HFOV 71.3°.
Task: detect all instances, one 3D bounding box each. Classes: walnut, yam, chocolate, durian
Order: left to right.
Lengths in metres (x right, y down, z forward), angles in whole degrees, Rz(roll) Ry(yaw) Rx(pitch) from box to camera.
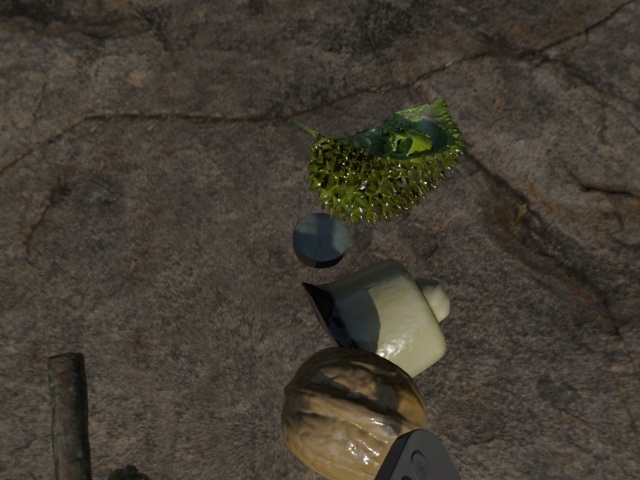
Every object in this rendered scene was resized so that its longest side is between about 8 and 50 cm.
[{"bbox_3d":[-0.401,0.316,0.718,0.061,0.061,0.274,-13,68,-10],"label":"yam"},{"bbox_3d":[0.056,0.302,0.780,0.261,0.225,0.224,23,67,-6],"label":"walnut"},{"bbox_3d":[0.164,0.196,1.131,0.297,0.314,0.326,-33,33,-7],"label":"chocolate"},{"bbox_3d":[0.120,-0.133,0.764,0.356,0.157,0.169,-22,70,-36],"label":"durian"}]

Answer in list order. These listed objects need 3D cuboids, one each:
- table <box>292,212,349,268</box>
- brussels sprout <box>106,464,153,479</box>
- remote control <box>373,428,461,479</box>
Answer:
[{"bbox_3d":[0.000,0.000,1.066,0.134,0.043,0.133,3,59,-5],"label":"table"},{"bbox_3d":[-0.315,0.468,0.757,0.152,0.149,0.122,31,50,0],"label":"brussels sprout"},{"bbox_3d":[0.045,0.212,0.280,0.077,0.022,0.245,54,31,5],"label":"remote control"}]
